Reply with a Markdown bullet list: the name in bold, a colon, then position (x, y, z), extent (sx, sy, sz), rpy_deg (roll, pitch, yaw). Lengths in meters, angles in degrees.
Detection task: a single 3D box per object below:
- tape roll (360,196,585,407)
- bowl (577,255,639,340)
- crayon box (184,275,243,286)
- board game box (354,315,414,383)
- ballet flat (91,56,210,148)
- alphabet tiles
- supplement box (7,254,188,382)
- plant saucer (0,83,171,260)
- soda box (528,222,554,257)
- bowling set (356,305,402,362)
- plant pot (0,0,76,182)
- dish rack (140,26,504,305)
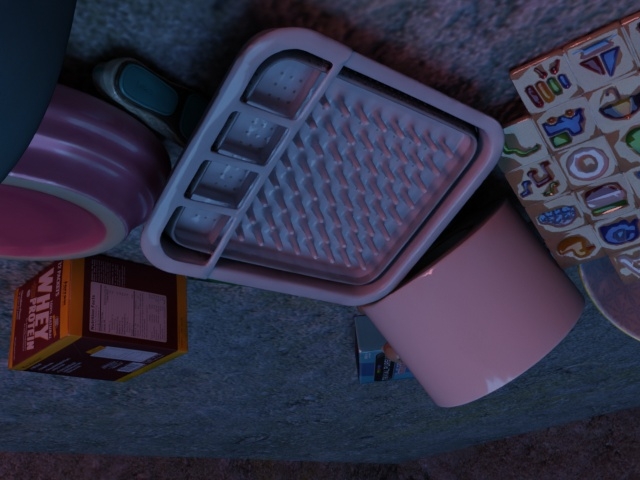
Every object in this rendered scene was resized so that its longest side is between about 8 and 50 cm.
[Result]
- **tape roll**: position (0.199, 0.080, 0.962), extent (0.246, 0.169, 0.246), rpy_deg (-38, 180, 0)
- **bowl**: position (0.486, -0.014, 0.943), extent (0.290, 0.289, 0.156), rpy_deg (-19, -165, 25)
- **crayon box**: position (0.000, 0.000, 0.981), extent (0.319, 0.081, 0.202), rpy_deg (9, 150, -31)
- **board game box**: position (0.242, 0.216, 1.500), extent (0.336, 0.079, 0.253), rpy_deg (-7, 155, 0)
- **ballet flat**: position (-0.153, -0.131, 0.715), extent (0.052, 0.057, 0.168), rpy_deg (11, 165, 37)
- **alphabet tiles**: position (0.358, -0.086, 0.789), extent (0.285, 0.011, 0.342), rpy_deg (-22, 124, 28)
- **supplement box**: position (-0.338, 0.123, 1.102), extent (0.194, 0.129, 0.191), rpy_deg (18, 146, -41)
- **plant saucer**: position (-0.322, -0.054, 0.737), extent (0.332, 0.084, 0.332), rpy_deg (-1, 161, 0)
- **soda box**: position (0.335, 0.008, 1.106), extent (0.183, 0.058, 0.063), rpy_deg (-10, 155, 7)
- **bowling set**: position (0.179, 0.168, 1.199), extent (0.154, 0.199, 0.287), rpy_deg (8, 162, -23)
- **plant pot**: position (-0.293, -0.138, 0.434), extent (0.293, 0.235, 0.293), rpy_deg (-6, 155, -3)
- **dish rack**: position (0.003, -0.067, 0.757), extent (0.333, 0.072, 0.285), rpy_deg (15, 122, -35)
